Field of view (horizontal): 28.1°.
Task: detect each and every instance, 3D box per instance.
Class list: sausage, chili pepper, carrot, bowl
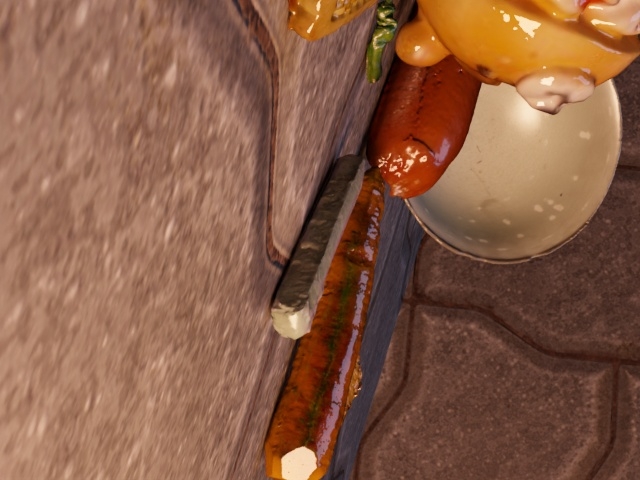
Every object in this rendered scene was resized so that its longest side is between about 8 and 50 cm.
[{"bbox_3d":[0.129,-0.189,1.373,0.102,0.102,0.330,94,13,-59],"label":"sausage"},{"bbox_3d":[0.051,-0.174,1.116,0.027,0.022,0.083,-22,139,-37],"label":"chili pepper"},{"bbox_3d":[0.011,0.077,1.217,0.066,0.066,0.314,73,30,-77],"label":"carrot"},{"bbox_3d":[0.208,-0.136,1.614,0.146,0.313,0.313,-155,-100,-69],"label":"bowl"}]

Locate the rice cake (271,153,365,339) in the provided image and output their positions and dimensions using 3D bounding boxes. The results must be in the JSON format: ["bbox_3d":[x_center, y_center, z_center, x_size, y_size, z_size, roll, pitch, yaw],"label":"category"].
[{"bbox_3d":[0.000,-0.001,1.052,0.208,0.033,0.033,-68,161,-45],"label":"rice cake"}]

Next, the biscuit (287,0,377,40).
[{"bbox_3d":[0.065,-0.230,0.778,0.254,0.029,0.172,-42,157,-49],"label":"biscuit"}]

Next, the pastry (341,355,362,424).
[{"bbox_3d":[0.003,0.184,1.416,0.080,0.056,0.140,89,24,-44],"label":"pastry"}]

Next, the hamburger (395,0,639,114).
[{"bbox_3d":[0.202,-0.251,1.231,0.237,0.276,0.276,-65,176,20],"label":"hamburger"}]
